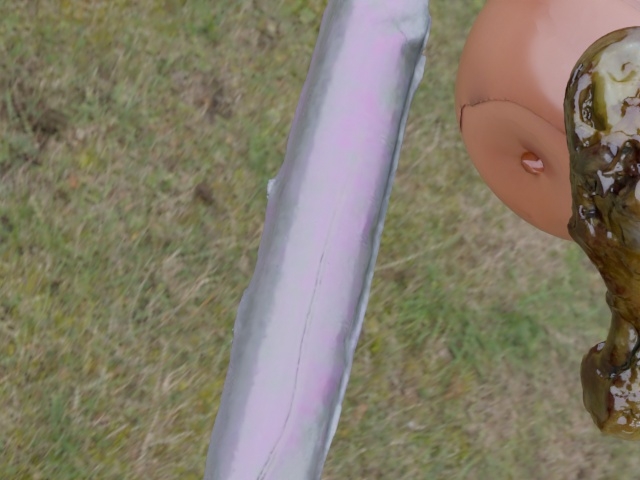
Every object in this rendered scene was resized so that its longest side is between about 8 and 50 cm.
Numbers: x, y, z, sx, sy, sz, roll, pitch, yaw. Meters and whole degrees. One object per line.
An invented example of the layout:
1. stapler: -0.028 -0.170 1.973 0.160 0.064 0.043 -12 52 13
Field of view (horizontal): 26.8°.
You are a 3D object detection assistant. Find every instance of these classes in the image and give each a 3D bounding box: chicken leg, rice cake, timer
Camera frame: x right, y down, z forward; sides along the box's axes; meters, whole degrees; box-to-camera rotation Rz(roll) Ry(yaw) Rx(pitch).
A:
1. chicken leg: 0.174 0.004 0.731 0.087 0.251 0.107 -2 34 5
2. rice cake: 0.000 0.000 0.584 0.049 0.055 0.270 28 74 -55
3. timer: 0.221 -0.117 1.010 0.215 0.229 0.229 -41 88 -22
